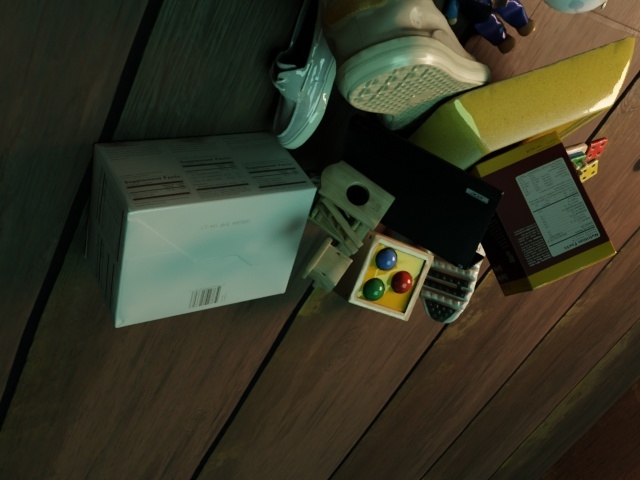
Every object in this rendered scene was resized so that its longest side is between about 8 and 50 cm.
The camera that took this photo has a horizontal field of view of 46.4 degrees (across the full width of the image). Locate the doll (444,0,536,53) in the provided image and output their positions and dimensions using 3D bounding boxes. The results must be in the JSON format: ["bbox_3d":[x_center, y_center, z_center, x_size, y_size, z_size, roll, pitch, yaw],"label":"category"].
[{"bbox_3d":[0.241,-0.350,1.076,0.129,0.046,0.189,-40,139,23],"label":"doll"}]

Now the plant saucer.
[{"bbox_3d":[0.281,-0.165,1.158,0.332,0.081,0.333,-22,173,-19],"label":"plant saucer"}]

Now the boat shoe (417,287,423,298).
[{"bbox_3d":[0.140,0.066,1.460,0.233,0.084,0.079,13,88,-38],"label":"boat shoe"}]

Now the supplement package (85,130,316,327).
[{"bbox_3d":[-0.171,-0.022,1.030,0.261,0.145,0.204,-9,136,-31],"label":"supplement package"}]

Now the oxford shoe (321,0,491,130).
[{"bbox_3d":[0.121,-0.233,0.986,0.169,0.130,0.449,-23,173,20],"label":"oxford shoe"}]

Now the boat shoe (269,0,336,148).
[{"bbox_3d":[-0.026,-0.228,0.981,0.081,0.079,0.228,6,122,-35],"label":"boat shoe"}]

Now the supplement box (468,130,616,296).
[{"bbox_3d":[0.316,-0.032,1.132,0.129,0.194,0.191,-23,173,-1],"label":"supplement box"}]

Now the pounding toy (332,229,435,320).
[{"bbox_3d":[0.150,0.031,1.337,0.181,0.094,0.206,20,95,-24],"label":"pounding toy"}]

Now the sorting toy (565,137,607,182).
[{"bbox_3d":[0.491,-0.125,1.534,0.274,0.046,0.132,-17,141,-25],"label":"sorting toy"}]

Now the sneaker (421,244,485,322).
[{"bbox_3d":[0.278,0.021,1.433,0.118,0.110,0.292,-7,117,-54],"label":"sneaker"}]

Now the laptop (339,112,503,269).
[{"bbox_3d":[0.154,-0.070,1.117,0.137,0.234,0.264,-62,164,14],"label":"laptop"}]

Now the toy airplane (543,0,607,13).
[{"bbox_3d":[0.214,-0.356,0.776,0.386,0.273,0.384,-11,170,-18],"label":"toy airplane"}]

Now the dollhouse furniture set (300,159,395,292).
[{"bbox_3d":[0.000,0.000,1.067,0.161,0.101,0.182,-54,179,-22],"label":"dollhouse furniture set"}]

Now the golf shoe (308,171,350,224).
[{"bbox_3d":[0.030,-0.043,1.222,0.069,0.086,0.176,-50,144,16],"label":"golf shoe"}]
